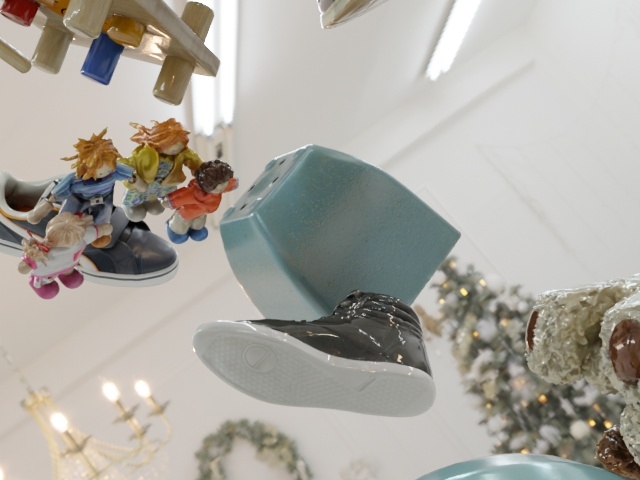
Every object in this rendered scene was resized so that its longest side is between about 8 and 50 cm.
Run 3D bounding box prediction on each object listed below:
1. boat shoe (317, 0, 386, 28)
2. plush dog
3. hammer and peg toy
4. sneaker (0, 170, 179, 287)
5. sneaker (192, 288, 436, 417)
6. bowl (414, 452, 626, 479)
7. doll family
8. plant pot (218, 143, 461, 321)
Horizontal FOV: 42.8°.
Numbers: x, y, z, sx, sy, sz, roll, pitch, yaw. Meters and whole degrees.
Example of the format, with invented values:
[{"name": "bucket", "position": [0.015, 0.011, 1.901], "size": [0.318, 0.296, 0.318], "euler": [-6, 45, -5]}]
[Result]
[{"name": "boat shoe", "position": [0.031, -0.293, 0.899], "size": [0.103, 0.092, 0.285], "euler": [-25, 12, 5]}, {"name": "plush dog", "position": [0.334, 0.142, 0.743], "size": [0.210, 0.225, 0.262], "euler": [-14, 1, -10]}, {"name": "hammer and peg toy", "position": [-0.313, -0.278, 0.928], "size": [0.127, 0.361, 0.266], "euler": [-71, -21, -6]}, {"name": "sneaker", "position": [-0.380, -0.021, 1.300], "size": [0.126, 0.321, 0.127], "euler": [-82, 7, -56]}, {"name": "sneaker", "position": [-0.004, 0.124, 1.015], "size": [0.147, 0.295, 0.104], "euler": [-79, 0, -55]}, {"name": "bowl", "position": [0.126, 0.257, 0.535], "size": [0.311, 0.163, 0.311], "euler": [-5, -47, -6]}, {"name": "doll family", "position": [-0.211, -0.053, 0.850], "size": [0.263, 0.118, 0.163], "euler": [-25, -16, -34]}, {"name": "plant pot", "position": [0.000, 0.000, 1.210], "size": [0.247, 0.252, 0.248], "euler": [-50, 18, -21]}]
